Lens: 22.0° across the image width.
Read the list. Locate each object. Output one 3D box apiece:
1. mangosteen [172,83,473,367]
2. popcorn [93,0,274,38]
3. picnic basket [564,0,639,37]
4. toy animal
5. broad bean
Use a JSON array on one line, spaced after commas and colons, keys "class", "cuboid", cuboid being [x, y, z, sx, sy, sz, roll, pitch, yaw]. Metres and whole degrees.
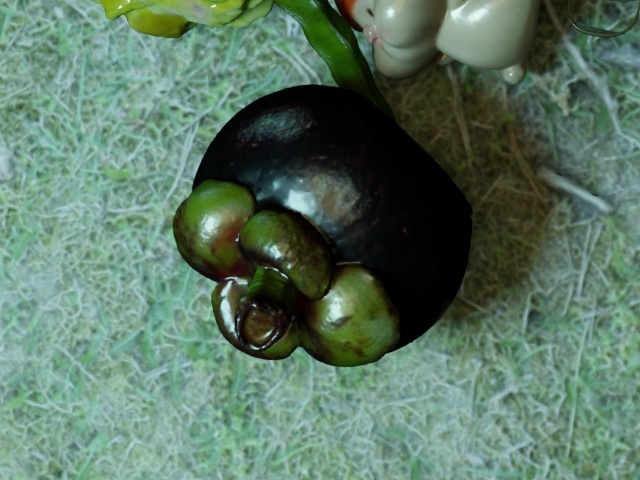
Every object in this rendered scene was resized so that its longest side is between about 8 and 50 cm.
[{"class": "mangosteen", "cuboid": [0.004, -0.003, 1.497, 0.233, 0.287, 0.287, -36, 85, 14]}, {"class": "popcorn", "cuboid": [-0.134, -0.316, 1.565, 0.259, 0.259, 0.212, 15, 71, 11]}, {"class": "picnic basket", "cuboid": [0.267, -0.232, 1.548, 0.072, 0.072, 0.083, 13, 82, 11]}, {"class": "toy animal", "cuboid": [0.108, -0.232, 1.540, 0.198, 0.171, 0.171, 11, 94, 8]}, {"class": "broad bean", "cuboid": [0.015, -0.174, 1.556, 0.052, 0.256, 0.052, -4, 47, 31]}]
